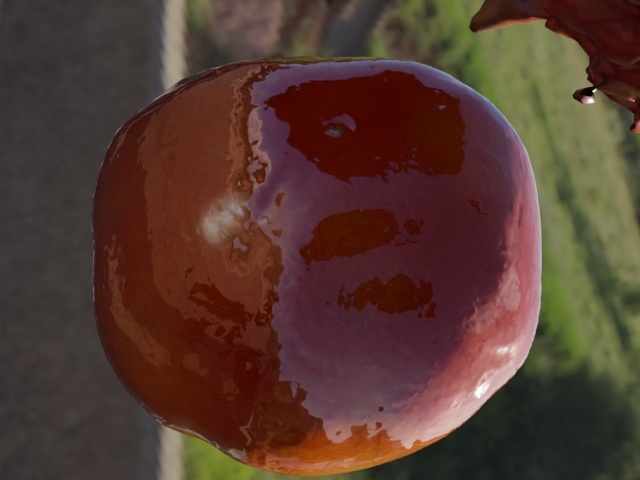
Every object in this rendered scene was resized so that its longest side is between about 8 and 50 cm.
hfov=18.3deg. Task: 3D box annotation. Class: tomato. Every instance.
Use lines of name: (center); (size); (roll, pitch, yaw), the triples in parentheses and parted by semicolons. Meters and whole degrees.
tomato: (0.000, 0.003, 1.072); (0.180, 0.260, 0.260); (92, -8, -48)

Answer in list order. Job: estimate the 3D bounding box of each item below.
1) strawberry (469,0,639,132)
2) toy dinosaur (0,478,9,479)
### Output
strawberry: (0.192, -0.151, 0.581); (0.343, 0.292, 0.292); (20, -47, 64)
toy dinosaur: (-0.101, 0.091, 0.360); (0.208, 0.097, 0.432); (-84, -174, -46)
